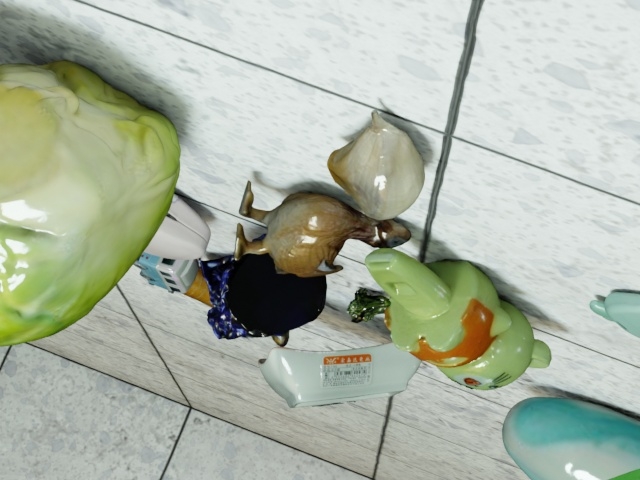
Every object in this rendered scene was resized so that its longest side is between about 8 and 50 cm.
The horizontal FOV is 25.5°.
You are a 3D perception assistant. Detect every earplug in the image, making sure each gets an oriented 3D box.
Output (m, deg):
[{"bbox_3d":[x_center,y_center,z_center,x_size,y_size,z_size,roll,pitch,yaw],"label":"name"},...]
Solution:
[{"bbox_3d":[0.389,0.302,1.843,0.324,0.185,0.185,25,167,16],"label":"earplug"}]

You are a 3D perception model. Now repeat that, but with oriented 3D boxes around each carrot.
[{"bbox_3d":[-0.168,0.067,2.027,0.139,0.048,0.048,31,163,-38],"label":"carrot"}]

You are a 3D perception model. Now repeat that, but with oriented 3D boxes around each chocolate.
[{"bbox_3d":[-0.095,0.078,1.795,0.148,0.126,0.343,49,163,-6],"label":"chocolate"}]

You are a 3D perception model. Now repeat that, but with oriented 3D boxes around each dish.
[{"bbox_3d":[0.031,0.176,1.884,0.212,0.077,0.151,-5,170,-11],"label":"dish"}]

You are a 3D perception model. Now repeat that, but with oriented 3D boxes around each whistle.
[{"bbox_3d":[0.140,0.084,1.512,0.131,0.106,0.288,-3,153,38],"label":"whistle"}]

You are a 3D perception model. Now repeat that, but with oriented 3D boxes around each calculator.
[{"bbox_3d":[0.332,0.077,1.380,0.153,0.021,0.095,3,156,44],"label":"calculator"}]

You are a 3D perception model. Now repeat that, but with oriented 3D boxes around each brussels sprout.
[{"bbox_3d":[-0.295,-0.050,1.375,0.268,0.344,0.344,45,167,7],"label":"brussels sprout"}]

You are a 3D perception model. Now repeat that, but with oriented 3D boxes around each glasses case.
[{"bbox_3d":[-0.251,-0.057,1.643,0.113,0.075,0.297,3,157,47],"label":"glasses case"}]

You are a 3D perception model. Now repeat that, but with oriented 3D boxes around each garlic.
[{"bbox_3d":[0.052,-0.057,1.219,0.084,0.066,0.152,27,167,-9],"label":"garlic"}]

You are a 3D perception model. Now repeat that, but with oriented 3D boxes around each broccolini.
[{"bbox_3d":[0.107,0.076,1.692,0.042,0.044,0.218,47,150,-25],"label":"broccolini"}]

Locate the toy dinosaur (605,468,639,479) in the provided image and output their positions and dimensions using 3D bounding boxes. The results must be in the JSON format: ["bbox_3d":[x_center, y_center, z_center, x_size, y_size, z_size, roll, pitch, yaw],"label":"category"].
[{"bbox_3d":[0.402,0.284,1.249,0.144,0.500,0.374,36,-170,-42],"label":"toy dinosaur"}]

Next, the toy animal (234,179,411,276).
[{"bbox_3d":[0.000,0.000,1.486,0.179,0.089,0.188,7,160,-2],"label":"toy animal"}]

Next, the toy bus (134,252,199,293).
[{"bbox_3d":[-0.203,0.030,1.906,0.074,0.060,0.123,22,165,11],"label":"toy bus"}]
